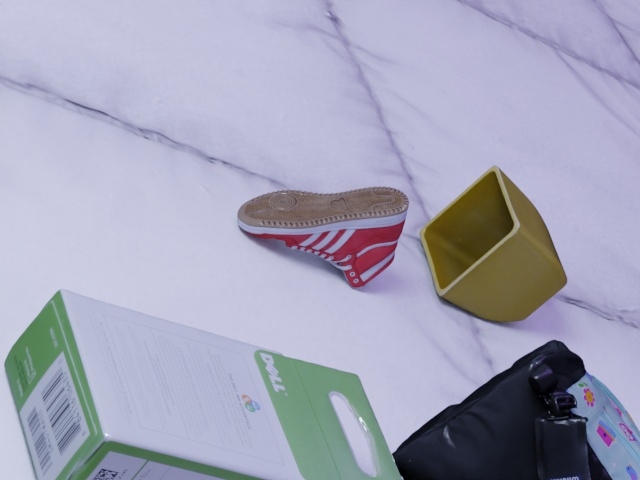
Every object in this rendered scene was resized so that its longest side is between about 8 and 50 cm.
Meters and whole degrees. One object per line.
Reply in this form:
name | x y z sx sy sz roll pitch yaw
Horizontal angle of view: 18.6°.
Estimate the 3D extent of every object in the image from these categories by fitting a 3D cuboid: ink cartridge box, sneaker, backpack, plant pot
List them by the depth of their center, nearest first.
ink cartridge box | -0.059 0.107 1.055 0.209 0.062 0.109 18 32 -36
backpack | 0.146 0.161 1.148 0.182 0.152 0.115 53 36 2
sneaker | 0.000 0.000 1.341 0.118 0.067 0.042 -3 42 -12
plant pot | 0.136 0.013 1.447 0.083 0.081 0.081 36 24 -30
